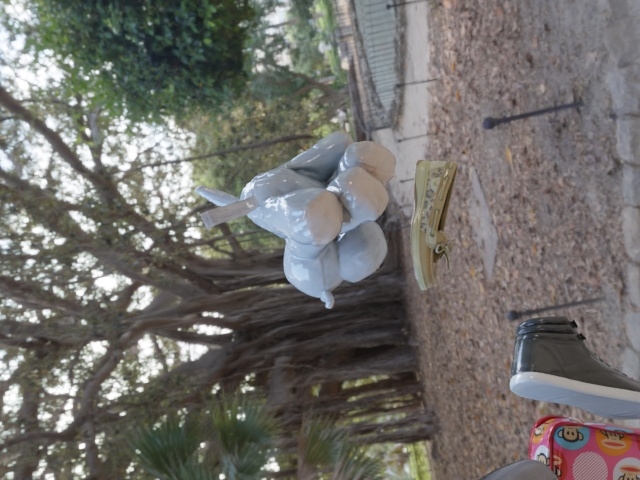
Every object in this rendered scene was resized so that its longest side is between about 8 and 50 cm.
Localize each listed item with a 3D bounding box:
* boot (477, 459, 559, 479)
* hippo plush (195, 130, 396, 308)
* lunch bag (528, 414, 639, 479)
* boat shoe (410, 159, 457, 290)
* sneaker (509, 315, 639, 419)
[{"bbox_3d":[0.224,0.351,0.623,0.118,0.338,0.222,54,146,25],"label":"boot"},{"bbox_3d":[0.000,0.000,0.805,0.234,0.294,0.236,-122,9,-57],"label":"hippo plush"},{"bbox_3d":[0.524,0.460,0.921,0.120,0.293,0.258,95,-176,-77],"label":"lunch bag"},{"bbox_3d":[0.240,-0.037,1.091,0.104,0.089,0.285,37,-125,-71],"label":"boat shoe"},{"bbox_3d":[0.467,0.213,0.894,0.104,0.296,0.147,112,171,-55],"label":"sneaker"}]
